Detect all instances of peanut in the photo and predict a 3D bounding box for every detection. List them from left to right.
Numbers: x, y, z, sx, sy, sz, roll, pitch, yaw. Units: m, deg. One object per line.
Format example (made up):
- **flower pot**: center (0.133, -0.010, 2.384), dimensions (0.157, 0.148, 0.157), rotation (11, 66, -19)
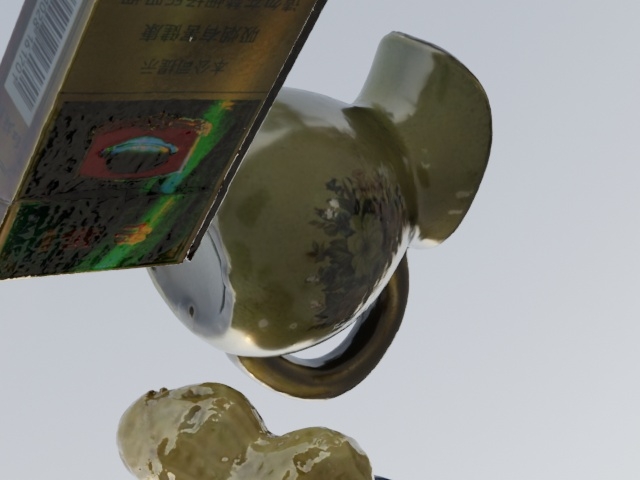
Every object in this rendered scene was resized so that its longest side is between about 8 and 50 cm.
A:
- **peanut**: center (-0.063, 0.180, 1.155), dimensions (0.098, 0.229, 0.103), rotation (-52, -29, -42)

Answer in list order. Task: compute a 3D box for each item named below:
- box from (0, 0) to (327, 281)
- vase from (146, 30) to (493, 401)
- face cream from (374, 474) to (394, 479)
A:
- **box**: center (-0.111, -0.082, 0.836), dimensions (0.159, 0.071, 0.240), rotation (-9, -39, -42)
- **vase**: center (0.000, 0.000, 1.315), dimensions (0.302, 0.241, 0.329), rotation (-25, -58, -31)
- **face cream**: center (0.018, 0.365, 1.327), dimensions (0.225, 0.249, 0.249), rotation (-46, -33, -62)
